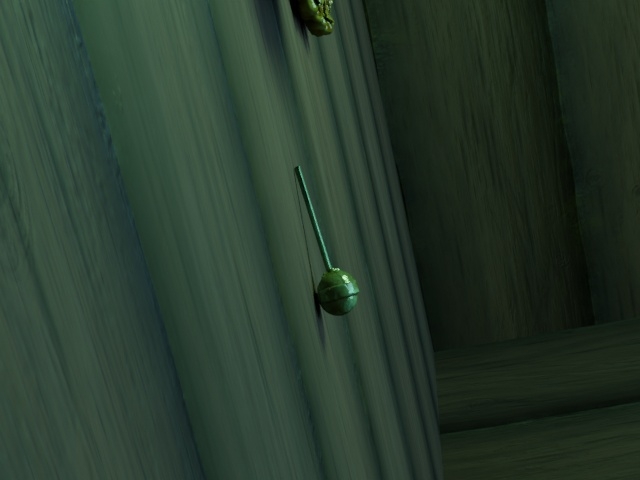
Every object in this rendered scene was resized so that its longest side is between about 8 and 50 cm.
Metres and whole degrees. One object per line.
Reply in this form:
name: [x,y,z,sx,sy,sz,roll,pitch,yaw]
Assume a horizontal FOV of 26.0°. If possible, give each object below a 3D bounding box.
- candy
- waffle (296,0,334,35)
candy: [0.000,0.000,1.795,0.061,0.061,0.203,18,54,-82]
waffle: [-0.027,-0.459,2.194,0.291,0.051,0.291,-12,90,-83]
